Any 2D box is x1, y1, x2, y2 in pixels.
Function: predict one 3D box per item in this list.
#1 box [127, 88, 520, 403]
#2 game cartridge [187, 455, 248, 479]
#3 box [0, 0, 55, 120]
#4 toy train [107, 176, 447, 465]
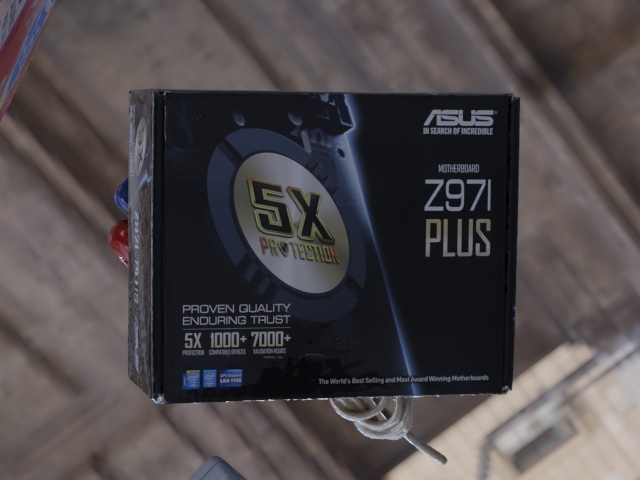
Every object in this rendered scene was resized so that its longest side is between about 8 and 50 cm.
[{"bbox_3d":[0.000,0.000,0.969,0.077,0.180,0.147,-163,74,-75],"label":"box"},{"bbox_3d":[-0.022,0.257,0.964,0.297,0.198,0.062,46,179,-32],"label":"game cartridge"},{"bbox_3d":[-0.128,-0.080,0.493,0.128,0.122,0.257,26,158,-8],"label":"box"},{"bbox_3d":[0.000,0.032,1.090,0.248,0.105,0.143,44,168,-3],"label":"toy train"}]
